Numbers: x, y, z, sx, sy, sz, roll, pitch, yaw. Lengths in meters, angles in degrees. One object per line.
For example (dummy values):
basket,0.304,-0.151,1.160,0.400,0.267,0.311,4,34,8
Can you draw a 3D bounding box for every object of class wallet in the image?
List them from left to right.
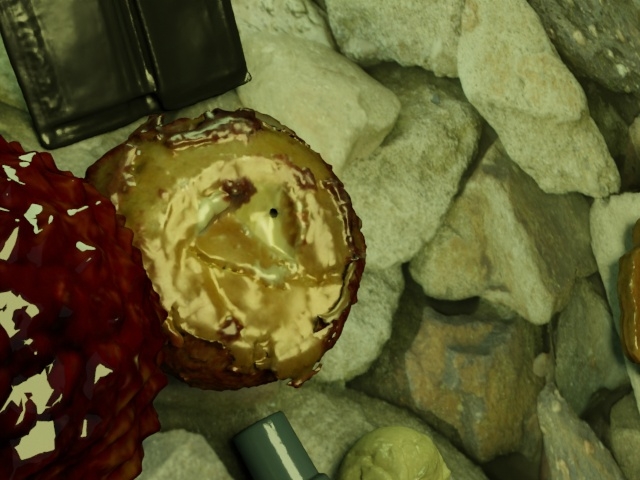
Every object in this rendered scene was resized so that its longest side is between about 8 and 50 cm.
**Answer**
wallet,-0.239,-0.266,1.265,0.323,0.041,0.247,-26,115,-32

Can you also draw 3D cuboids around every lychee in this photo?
lychee,-0.335,0.119,0.843,0.424,0.424,0.500,33,25,-20

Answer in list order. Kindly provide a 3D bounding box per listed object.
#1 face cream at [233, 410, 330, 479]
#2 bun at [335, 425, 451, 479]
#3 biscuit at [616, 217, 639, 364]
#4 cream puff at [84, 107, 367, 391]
face cream,0.019,0.381,1.179,0.086,0.135,0.385,-21,76,-41
bun,0.100,0.322,1.264,0.164,0.111,0.188,36,51,-21
biscuit,0.597,0.130,1.725,0.269,0.051,0.376,21,61,-29
cream puff,-0.114,0.009,1.171,0.350,0.228,0.351,5,76,-20
